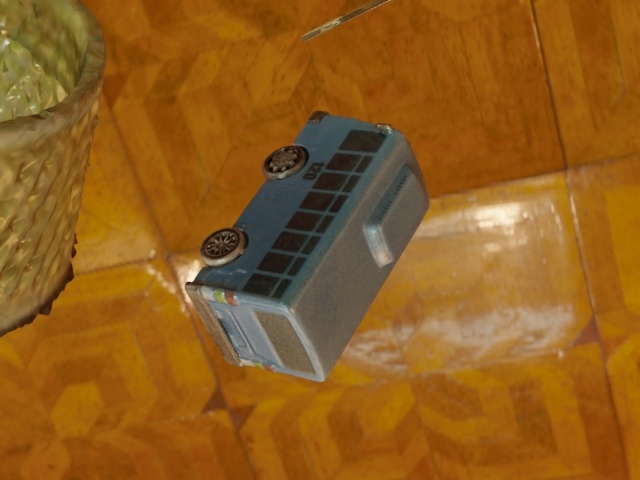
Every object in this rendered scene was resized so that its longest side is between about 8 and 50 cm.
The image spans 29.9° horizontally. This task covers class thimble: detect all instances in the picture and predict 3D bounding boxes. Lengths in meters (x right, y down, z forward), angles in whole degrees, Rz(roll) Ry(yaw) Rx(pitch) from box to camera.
[{"bbox_3d":[-0.263,-0.069,0.694,0.270,0.271,0.150,16,124,-5],"label":"thimble"}]

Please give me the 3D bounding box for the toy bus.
[{"bbox_3d":[0.000,0.000,1.059,0.133,0.234,0.116,9,141,34],"label":"toy bus"}]

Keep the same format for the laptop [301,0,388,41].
[{"bbox_3d":[0.109,-0.358,1.742,0.269,0.187,0.015,-28,100,-13],"label":"laptop"}]
